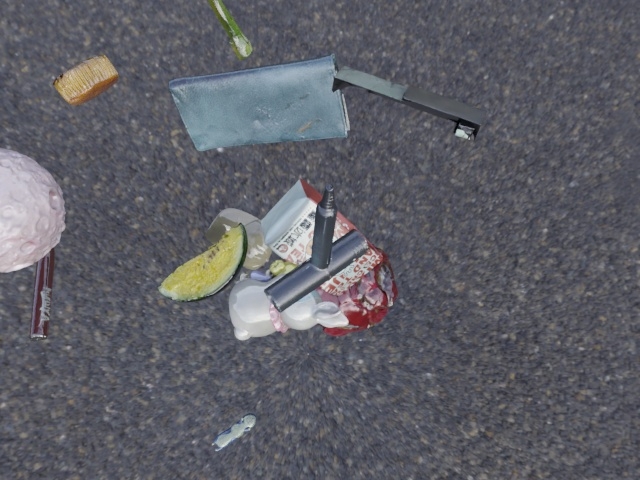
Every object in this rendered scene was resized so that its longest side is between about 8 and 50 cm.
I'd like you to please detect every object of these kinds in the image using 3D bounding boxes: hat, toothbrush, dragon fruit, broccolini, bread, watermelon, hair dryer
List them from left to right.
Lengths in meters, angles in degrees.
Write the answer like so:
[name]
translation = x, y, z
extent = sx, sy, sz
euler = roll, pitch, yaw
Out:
[toothbrush]
translation = -0.658, 0.062, 1.312
extent = 0.041, 0.041, 0.363
euler = -8, 64, -3
[bread]
translation = -0.766, -0.523, 1.813
extent = 0.199, 0.199, 0.104
euler = -35, 107, -8
[broccolini]
translation = -0.149, -0.359, 0.718
extent = 0.057, 0.254, 0.071
euler = -44, 48, -12
[watermelon]
translation = -0.305, 0.085, 1.519
extent = 0.301, 0.123, 0.129
euler = -36, 94, 2
[hat]
translation = -0.240, 0.004, 1.638
extent = 0.144, 0.173, 0.166
euler = 46, 110, 29
[hair dryer]
translation = -0.012, 0.005, 0.778
extent = 0.173, 0.194, 0.050
euler = -36, 60, -16
[dragon fruit]
translation = 0.082, 0.140, 1.729
extent = 0.330, 0.329, 0.329
euler = 0, 78, -1

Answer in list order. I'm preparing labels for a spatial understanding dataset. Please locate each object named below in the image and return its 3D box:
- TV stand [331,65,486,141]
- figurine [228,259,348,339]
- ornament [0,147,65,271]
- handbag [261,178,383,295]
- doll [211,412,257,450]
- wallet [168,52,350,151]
[TV stand]
translation = 0.146, -0.233, 0.928
extent = 0.257, 0.040, 0.049
euler = 22, 48, 10
[figurine]
translation = -0.060, 0.121, 1.128
extent = 0.236, 0.127, 0.155
euler = -8, 42, 17
[ornament]
translation = -0.653, -0.065, 1.091
extent = 0.260, 0.225, 0.259
euler = -1, 66, 2
[handbag]
translation = 0.012, 0.008, 1.365
extent = 0.298, 0.151, 0.171
euler = 39, 103, -22
[doll]
translation = -0.207, 0.464, 1.333
extent = 0.125, 0.027, 0.037
euler = -31, 85, -31
[wallet]
translation = -0.134, -0.294, 1.206
extent = 0.379, 0.190, 0.046
euler = -3, 42, 14
